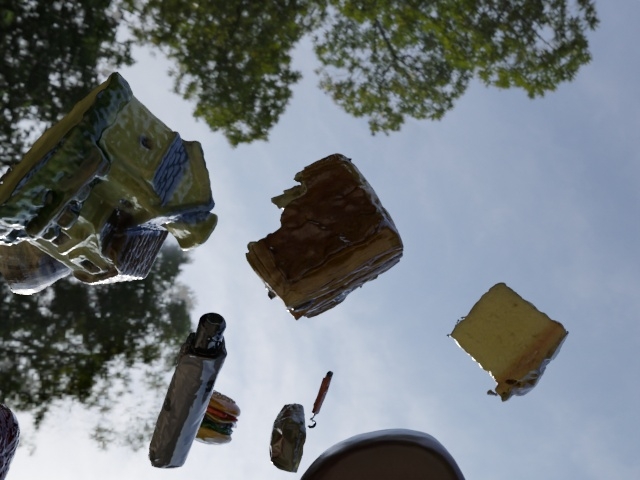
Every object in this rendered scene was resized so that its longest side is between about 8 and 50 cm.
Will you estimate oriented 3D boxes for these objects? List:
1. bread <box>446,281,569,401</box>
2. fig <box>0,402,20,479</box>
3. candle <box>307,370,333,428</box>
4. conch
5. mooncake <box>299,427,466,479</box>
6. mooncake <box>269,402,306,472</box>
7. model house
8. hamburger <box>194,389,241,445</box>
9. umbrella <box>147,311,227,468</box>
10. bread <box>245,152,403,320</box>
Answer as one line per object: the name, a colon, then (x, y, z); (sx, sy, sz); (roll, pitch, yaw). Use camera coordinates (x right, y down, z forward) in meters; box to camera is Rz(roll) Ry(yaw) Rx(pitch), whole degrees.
bread: (0.302, 0.156, 1.037); (0.147, 0.127, 0.152); (46, -66, 30)
fig: (-0.423, 0.228, 0.749); (0.119, 0.153, 0.119); (-55, -162, 27)
candle: (0.000, 0.355, 1.470); (0.026, 0.021, 0.167); (-109, -149, -54)
conch: (-0.570, -0.002, 1.402); (0.159, 0.291, 0.210); (-3, -135, -3)
mooncake: (0.120, 0.493, 1.175); (0.334, 0.174, 0.325); (35, -98, 3)
mooncake: (-0.075, 0.440, 1.492); (0.125, 0.073, 0.129); (-121, -135, -79)
model house: (-0.322, -0.051, 0.994); (0.321, 0.266, 0.261); (-18, -139, 43)
hamburger: (-0.257, 0.392, 1.485); (0.162, 0.162, 0.115); (15, -105, 38)
umbrella: (-0.211, 0.246, 1.056); (0.337, 0.073, 0.067); (-66, -147, 31)
bread: (0.000, 0.000, 1.422); (0.314, 0.191, 0.370); (-30, -138, -5)
